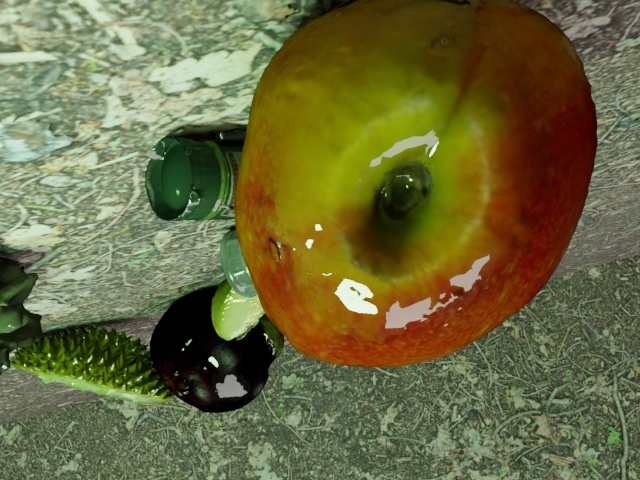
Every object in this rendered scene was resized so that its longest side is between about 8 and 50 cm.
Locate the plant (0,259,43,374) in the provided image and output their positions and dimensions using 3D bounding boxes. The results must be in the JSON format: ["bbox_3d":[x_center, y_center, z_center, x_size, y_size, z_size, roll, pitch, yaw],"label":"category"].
[{"bbox_3d":[-0.508,0.138,0.995,0.312,0.213,0.215,-22,167,-15],"label":"plant"}]

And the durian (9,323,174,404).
[{"bbox_3d":[-0.471,0.282,1.607,0.352,0.158,0.169,18,122,-15],"label":"durian"}]

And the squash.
[{"bbox_3d":[-0.093,0.074,1.412,0.252,0.093,0.169,-28,-153,45],"label":"squash"}]

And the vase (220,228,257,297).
[{"bbox_3d":[0.000,0.000,1.161,0.299,0.143,0.143,-18,167,20],"label":"vase"}]

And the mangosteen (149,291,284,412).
[{"bbox_3d":[-0.213,0.213,1.613,0.233,0.287,0.288,35,140,-25],"label":"mangosteen"}]

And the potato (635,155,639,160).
[{"bbox_3d":[0.663,-0.146,1.103,0.270,0.219,0.359,5,155,-38],"label":"potato"}]

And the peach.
[{"bbox_3d":[0.077,-0.053,0.682,0.290,0.372,0.372,16,170,8],"label":"peach"}]

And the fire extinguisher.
[{"bbox_3d":[-0.052,-0.070,0.897,0.294,0.118,0.093,-3,-163,-42],"label":"fire extinguisher"}]
